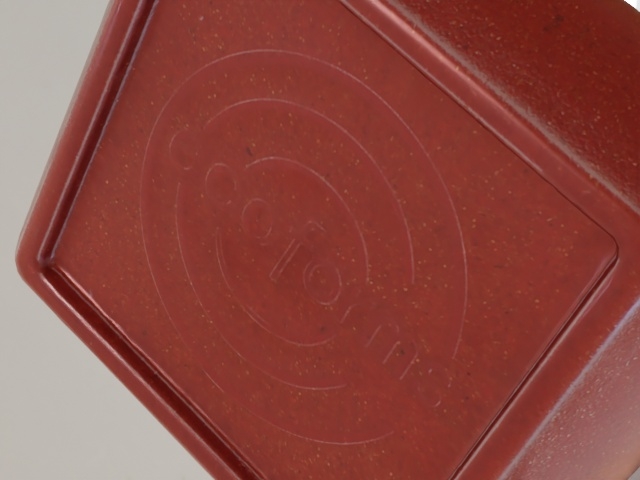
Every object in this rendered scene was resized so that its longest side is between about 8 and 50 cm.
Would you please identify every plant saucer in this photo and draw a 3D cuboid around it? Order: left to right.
[{"bbox_3d":[0.000,0.000,0.508,0.258,0.259,0.048,43,-142,17],"label":"plant saucer"}]

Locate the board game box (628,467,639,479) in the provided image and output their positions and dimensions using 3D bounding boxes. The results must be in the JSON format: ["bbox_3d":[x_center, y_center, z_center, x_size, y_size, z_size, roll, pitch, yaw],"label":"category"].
[{"bbox_3d":[0.209,0.068,0.830,0.242,0.064,0.316,28,-103,-2],"label":"board game box"}]
